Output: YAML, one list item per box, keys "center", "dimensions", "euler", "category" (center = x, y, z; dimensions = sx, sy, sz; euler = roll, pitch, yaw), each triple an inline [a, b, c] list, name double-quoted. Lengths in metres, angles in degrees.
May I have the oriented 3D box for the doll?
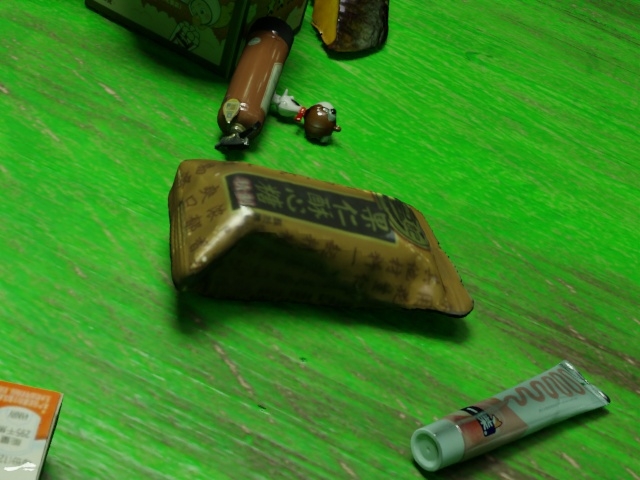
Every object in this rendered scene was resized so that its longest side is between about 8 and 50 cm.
- center: [-0.020, -0.134, 1.151]
  dimensions: [0.085, 0.040, 0.058]
  euler: [17, 24, -11]
  category: "doll"

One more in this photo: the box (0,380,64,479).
- center: [-0.305, 0.164, 0.617]
  dimensions: [0.273, 0.048, 0.265]
  euler: [13, 38, -10]
  category: "box"

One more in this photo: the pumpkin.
- center: [0.041, -0.361, 1.358]
  dimensions: [0.111, 0.163, 0.279]
  euler: [4, 38, -26]
  category: "pumpkin"

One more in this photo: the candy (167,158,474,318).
- center: [0.000, 0.000, 0.949]
  dimensions: [0.271, 0.101, 0.143]
  euler: [8, 44, -24]
  category: "candy"

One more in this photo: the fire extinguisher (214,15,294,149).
- center: [-0.067, -0.151, 1.112]
  dimensions: [0.050, 0.062, 0.177]
  euler: [42, 46, -32]
  category: "fire extinguisher"

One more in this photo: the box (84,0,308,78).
- center: [-0.124, -0.308, 1.232]
  dimensions: [0.194, 0.148, 0.177]
  euler: [30, 37, 13]
  category: "box"

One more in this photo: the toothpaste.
- center: [0.155, 0.140, 0.895]
  dimensions: [0.205, 0.036, 0.056]
  euler: [-13, 46, -40]
  category: "toothpaste"
